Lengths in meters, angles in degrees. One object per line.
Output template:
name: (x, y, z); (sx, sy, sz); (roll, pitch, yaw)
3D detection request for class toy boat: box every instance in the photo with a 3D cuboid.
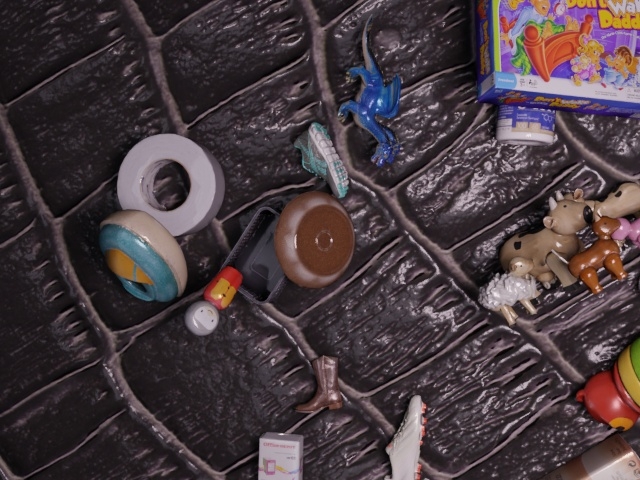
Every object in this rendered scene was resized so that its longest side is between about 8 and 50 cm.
toy boat: (-0.316, 0.069, 1.529); (0.318, 0.268, 0.148); (24, 63, 20)

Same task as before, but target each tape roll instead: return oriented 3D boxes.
tape roll: (-0.319, -0.116, 1.637); (0.219, 0.072, 0.219); (0, 91, 10)

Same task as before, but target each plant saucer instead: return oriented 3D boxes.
plant saucer: (0.000, 0.000, 1.537); (0.036, 0.198, 0.199); (3, 94, 55)

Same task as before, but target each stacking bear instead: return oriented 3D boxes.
stacking bear: (0.616, 0.257, 1.411); (0.175, 0.164, 0.289); (24, 134, -28)

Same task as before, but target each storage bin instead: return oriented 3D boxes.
storage bin: (-0.110, 0.031, 1.596); (0.122, 0.084, 0.180); (34, 97, 7)

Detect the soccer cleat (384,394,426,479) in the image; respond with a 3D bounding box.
soccer cleat: (0.173, 0.411, 1.563); (0.076, 0.068, 0.197); (7, 95, 13)

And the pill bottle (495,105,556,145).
pill bottle: (0.405, -0.284, 1.491); (0.111, 0.112, 0.187); (4, 92, 10)

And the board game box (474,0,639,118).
board game box: (0.461, -0.361, 1.413); (0.346, 0.078, 0.234); (3, 79, -13)

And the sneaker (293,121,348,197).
sneaker: (0.000, -0.159, 1.596); (0.076, 0.065, 0.167); (-27, 83, 25)

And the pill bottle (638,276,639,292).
pill bottle: (0.732, 0.088, 1.429); (0.229, 0.131, 0.131); (24, 95, 8)

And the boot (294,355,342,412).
boot: (-0.010, 0.299, 1.605); (0.106, 0.037, 0.114); (-9, 92, -3)

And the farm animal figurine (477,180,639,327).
farm animal figurine: (0.466, -0.009, 1.435); (0.326, 0.330, 0.172); (-33, 88, 37)

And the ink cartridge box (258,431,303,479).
ink cartridge box: (-0.084, 0.473, 1.613); (0.088, 0.052, 0.123); (2, 90, 10)

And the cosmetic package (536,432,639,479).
cosmetic package: (0.491, 0.510, 1.467); (0.296, 0.153, 0.129); (-34, 83, 7)

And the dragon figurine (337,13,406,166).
dragon figurine: (0.122, -0.297, 1.552); (0.143, 0.085, 0.289); (14, 93, 9)
